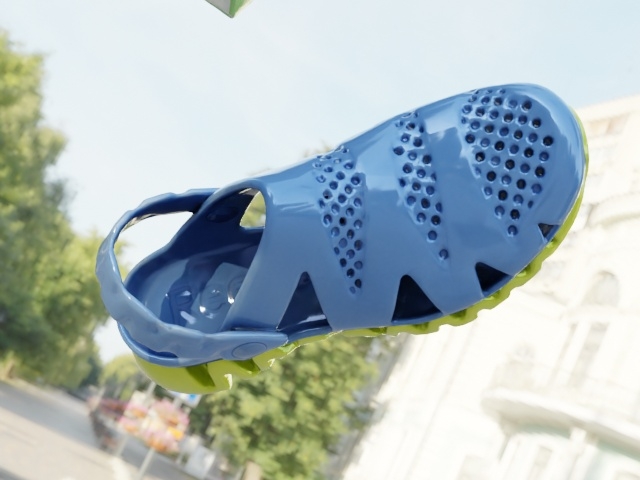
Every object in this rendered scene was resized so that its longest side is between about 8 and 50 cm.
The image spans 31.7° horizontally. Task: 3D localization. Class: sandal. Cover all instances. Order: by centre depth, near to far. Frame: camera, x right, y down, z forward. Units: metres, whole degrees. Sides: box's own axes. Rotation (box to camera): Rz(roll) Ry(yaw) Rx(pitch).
[{"bbox_3d":[0.000,0.000,0.644,0.317,0.126,0.138,-26,-25,15],"label":"sandal"}]

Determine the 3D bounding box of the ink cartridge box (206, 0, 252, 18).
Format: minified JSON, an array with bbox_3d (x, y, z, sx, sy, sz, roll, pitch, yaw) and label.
[{"bbox_3d":[0.002,-0.369,0.895,0.119,0.353,0.207,36,-28,11],"label":"ink cartridge box"}]
